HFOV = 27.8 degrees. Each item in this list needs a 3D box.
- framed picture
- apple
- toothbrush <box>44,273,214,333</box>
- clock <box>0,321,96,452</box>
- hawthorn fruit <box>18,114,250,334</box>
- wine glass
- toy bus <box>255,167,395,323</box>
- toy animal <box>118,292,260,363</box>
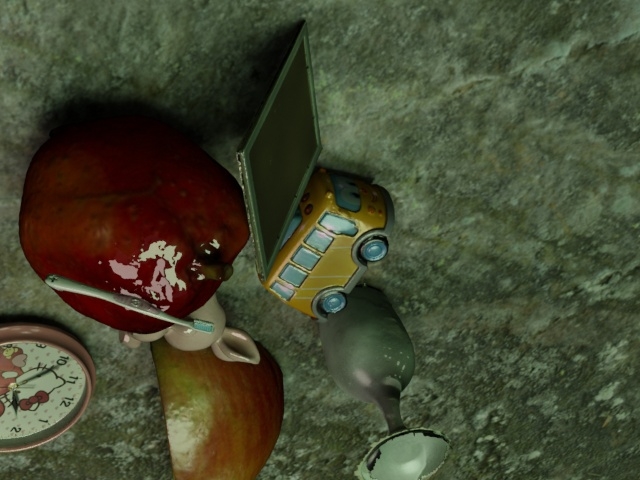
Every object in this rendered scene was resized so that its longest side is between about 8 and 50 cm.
[{"bbox_3d":[-0.048,-0.115,1.615,0.017,0.274,0.217,7,133,15],"label":"framed picture"},{"bbox_3d":[-0.169,0.281,1.986,0.179,0.254,0.346,16,134,21],"label":"apple"},{"bbox_3d":[-0.221,0.074,1.498,0.204,0.017,0.022,17,141,-2],"label":"toothbrush"},{"bbox_3d":[-0.446,0.210,1.863,0.245,0.056,0.244,-11,130,-13],"label":"clock"},{"bbox_3d":[-0.213,-0.014,1.590,0.265,0.307,0.265,-30,131,-43],"label":"hawthorn fruit"},{"bbox_3d":[0.085,0.209,1.888,0.144,0.321,0.143,-8,134,-8],"label":"wine glass"},{"bbox_3d":[0.000,0.000,1.809,0.136,0.126,0.209,24,118,-26],"label":"toy bus"},{"bbox_3d":[-0.180,0.108,1.845,0.213,0.124,0.124,16,122,-32],"label":"toy animal"}]
